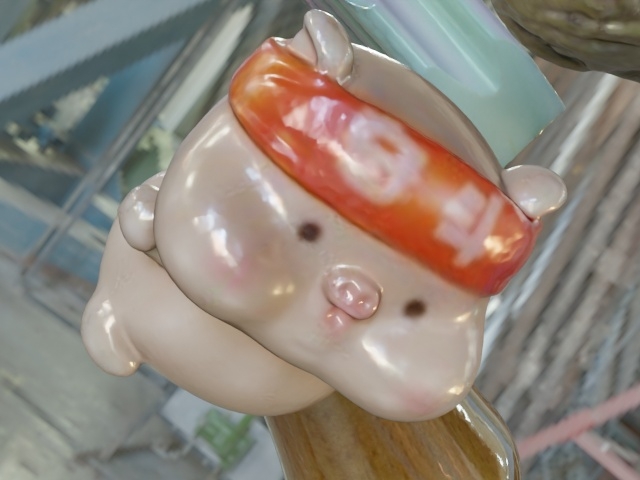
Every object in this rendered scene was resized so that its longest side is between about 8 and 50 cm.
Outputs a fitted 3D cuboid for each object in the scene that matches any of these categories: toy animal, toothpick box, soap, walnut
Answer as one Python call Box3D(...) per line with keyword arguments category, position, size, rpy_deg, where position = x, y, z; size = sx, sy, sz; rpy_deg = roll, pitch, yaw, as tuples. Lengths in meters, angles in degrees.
Box3D(category="toy animal", position=(0.000, 0.000, 0.661), size=(0.171, 0.198, 0.171), rpy_deg=(15, 58, -27))
Box3D(category="toothpick box", position=(0.014, 0.077, 0.938), size=(0.294, 0.192, 0.192), rpy_deg=(64, -7, -31))
Box3D(category="soap", position=(0.087, -0.214, 1.497), size=(0.324, 0.109, 0.193), rpy_deg=(48, -3, -12))
Box3D(category="walnut", position=(0.222, -0.191, 1.070), size=(0.231, 0.178, 0.178), rpy_deg=(5, 4, 10))
